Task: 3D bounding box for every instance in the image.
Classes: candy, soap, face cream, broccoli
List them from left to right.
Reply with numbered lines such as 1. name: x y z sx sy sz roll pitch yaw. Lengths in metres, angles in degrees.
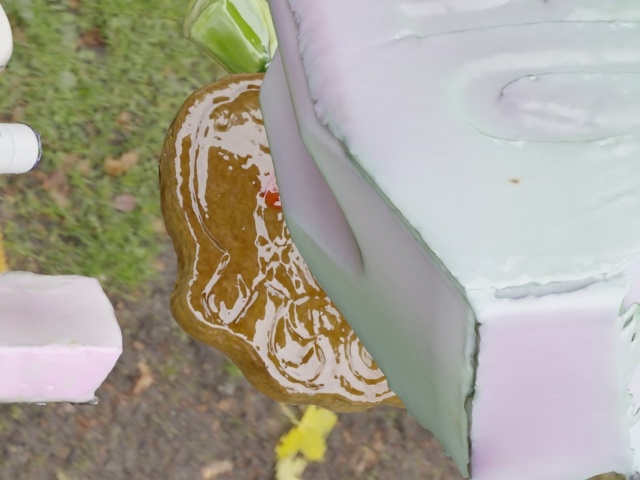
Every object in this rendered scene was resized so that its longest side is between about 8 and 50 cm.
1. face cream: -0.406 -0.100 1.639 0.243 0.092 0.058 -4 116 -55
2. candy: -0.403 0.124 1.969 0.265 0.155 0.116 3 134 -33
3. broccoli: 0.007 -0.093 1.720 0.275 0.353 0.397 -44 146 -8
4. soap: 0.104 -0.081 0.844 0.261 0.446 0.156 -4 135 -8

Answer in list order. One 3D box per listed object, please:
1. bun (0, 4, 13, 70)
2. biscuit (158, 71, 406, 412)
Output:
1. bun: -0.457 -0.257 1.904 0.138 0.094 0.138 44 35 -42
2. biscuit: 0.001 -0.001 1.146 0.273 0.049 0.257 16 63 -32
